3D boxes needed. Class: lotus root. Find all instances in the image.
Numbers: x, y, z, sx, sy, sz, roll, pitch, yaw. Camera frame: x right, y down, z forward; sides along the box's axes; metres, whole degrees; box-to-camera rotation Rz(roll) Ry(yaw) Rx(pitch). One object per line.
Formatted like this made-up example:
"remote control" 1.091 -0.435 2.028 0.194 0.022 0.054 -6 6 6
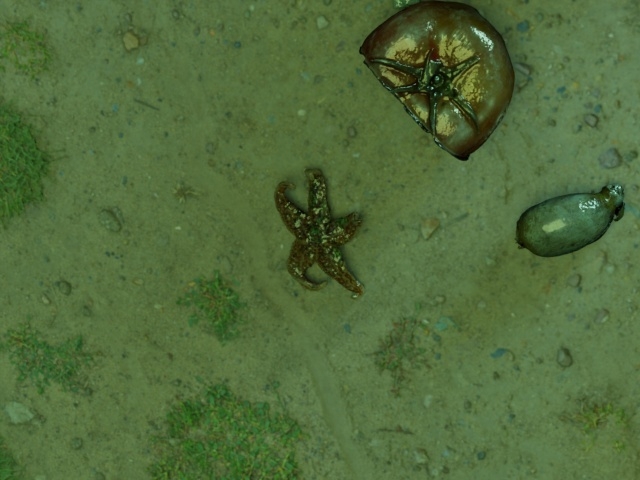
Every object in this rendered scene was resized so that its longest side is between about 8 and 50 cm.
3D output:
"lotus root" 0.346 -0.026 1.934 0.165 0.088 0.088 -20 98 9

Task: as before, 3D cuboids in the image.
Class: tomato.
"tomato" 0.174 -0.234 1.877 0.214 0.181 0.155 44 104 -3

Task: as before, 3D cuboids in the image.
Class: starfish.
"starfish" 0.004 -0.004 2.058 0.150 0.053 0.210 -29 99 33

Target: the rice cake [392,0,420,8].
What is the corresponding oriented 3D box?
"rice cake" 0.092 -0.440 1.913 0.045 0.042 0.245 -13 100 15
